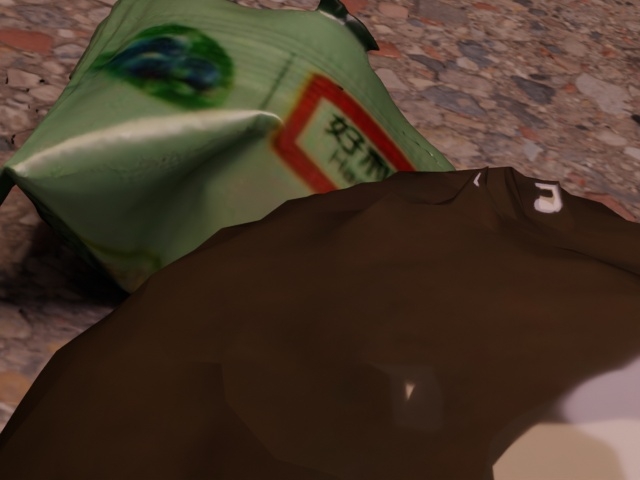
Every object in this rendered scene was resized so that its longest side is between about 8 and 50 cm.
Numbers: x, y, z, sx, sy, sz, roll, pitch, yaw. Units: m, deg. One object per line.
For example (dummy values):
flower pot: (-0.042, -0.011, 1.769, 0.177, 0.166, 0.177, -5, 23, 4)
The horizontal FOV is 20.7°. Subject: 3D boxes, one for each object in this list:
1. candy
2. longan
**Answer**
candy: (-0.003, 0.005, 1.099, 0.398, 0.172, 0.263, 37, 40, -6)
longan: (0.067, 0.164, 0.592, 0.404, 0.404, 0.436, 20, 37, 6)
